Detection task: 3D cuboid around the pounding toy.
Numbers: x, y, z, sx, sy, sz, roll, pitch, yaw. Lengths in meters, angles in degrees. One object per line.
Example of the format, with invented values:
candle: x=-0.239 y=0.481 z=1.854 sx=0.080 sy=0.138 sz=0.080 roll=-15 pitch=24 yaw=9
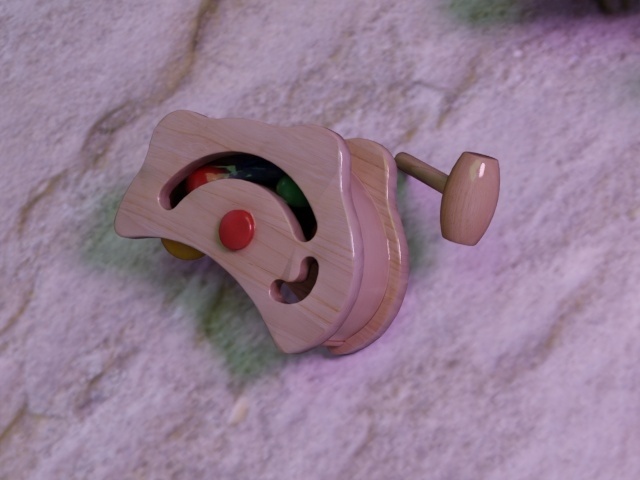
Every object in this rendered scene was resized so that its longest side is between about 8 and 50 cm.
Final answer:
pounding toy: x=0.000 y=0.000 z=0.958 sx=0.269 sy=0.155 sz=0.154 roll=10 pitch=91 yaw=33
